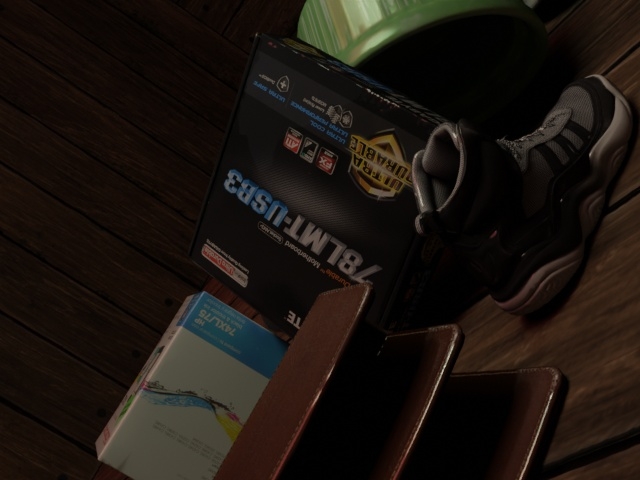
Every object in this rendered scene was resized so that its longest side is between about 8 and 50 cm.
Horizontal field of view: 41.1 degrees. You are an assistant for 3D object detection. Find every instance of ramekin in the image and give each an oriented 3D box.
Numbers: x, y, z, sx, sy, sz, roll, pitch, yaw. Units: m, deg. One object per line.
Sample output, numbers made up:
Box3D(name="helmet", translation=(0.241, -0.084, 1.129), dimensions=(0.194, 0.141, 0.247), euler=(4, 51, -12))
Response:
Box3D(name="ramekin", translation=(0.117, -0.246, 1.078), dimensions=(0.303, 0.304, 0.148), euler=(-45, 58, 48))

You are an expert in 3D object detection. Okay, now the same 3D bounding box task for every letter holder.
Box3D(name="letter holder", translation=(0.024, 0.193, 0.642), dimensions=(0.301, 0.152, 0.214), euler=(-60, 13, -19))

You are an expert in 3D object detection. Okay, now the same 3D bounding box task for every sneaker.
Box3D(name="sneaker", translation=(0.176, -0.077, 0.757), dimensions=(0.268, 0.153, 0.101), euler=(-62, 12, -29))

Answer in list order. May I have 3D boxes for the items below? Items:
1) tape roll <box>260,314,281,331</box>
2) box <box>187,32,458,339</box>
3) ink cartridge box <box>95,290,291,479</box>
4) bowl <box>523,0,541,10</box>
Box3D(name="tape roll", translation=(-0.026, -0.055, 1.248), dimensions=(0.392, 0.072, 0.391), euler=(1, -90, -79))
Box3D(name="box", translation=(0.002, -0.039, 0.942), dimensions=(0.073, 0.296, 0.293), euler=(-5, -56, -50))
Box3D(name="ink cartridge box", translation=(-0.175, 0.242, 1.260), dimensions=(0.270, 0.197, 0.198), euler=(-59, 10, -14))
Box3D(name="bowl", translation=(0.327, -0.479, 1.211), dimensions=(0.297, 0.134, 0.298), euler=(-57, -2, -2))
